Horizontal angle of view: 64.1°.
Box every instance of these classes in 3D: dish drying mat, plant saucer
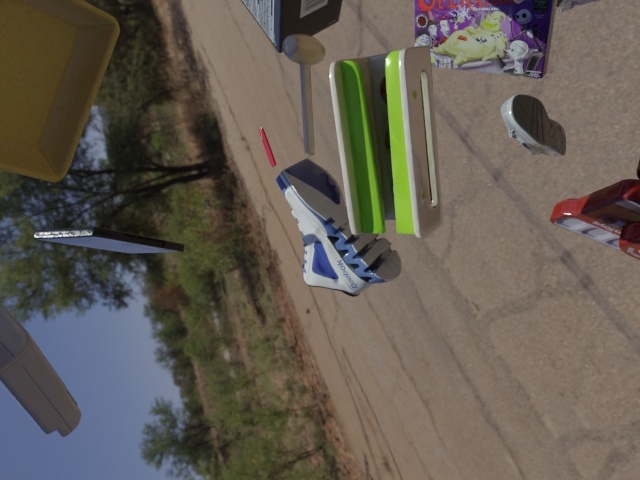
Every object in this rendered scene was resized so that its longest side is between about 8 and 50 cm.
[{"bbox_3d":[-0.113,-0.198,1.091,0.083,0.008,0.032,71,163,-4],"label":"dish drying mat"},{"bbox_3d":[-0.562,-0.297,0.866,0.081,0.333,0.332,33,102,38],"label":"plant saucer"}]

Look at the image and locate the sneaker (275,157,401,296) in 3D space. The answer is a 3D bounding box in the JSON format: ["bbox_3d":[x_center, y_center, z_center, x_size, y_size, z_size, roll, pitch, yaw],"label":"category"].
[{"bbox_3d":[0.001,0.001,1.058,0.315,0.127,0.182,50,131,7],"label":"sneaker"}]

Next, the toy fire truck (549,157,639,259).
[{"bbox_3d":[0.599,-0.022,0.890,0.254,0.302,0.169,129,161,-79],"label":"toy fire truck"}]

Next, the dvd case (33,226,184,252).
[{"bbox_3d":[-0.450,0.003,1.115,0.253,0.180,0.022,18,-107,-62],"label":"dvd case"}]

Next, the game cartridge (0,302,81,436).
[{"bbox_3d":[-0.421,0.105,0.630,0.294,0.060,0.196,29,146,26],"label":"game cartridge"}]

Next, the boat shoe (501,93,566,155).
[{"bbox_3d":[0.565,-0.298,1.383,0.103,0.320,0.118,-5,79,44],"label":"boat shoe"}]

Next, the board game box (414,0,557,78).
[{"bbox_3d":[0.403,-0.534,1.293,0.347,0.056,0.208,18,132,31],"label":"board game box"}]

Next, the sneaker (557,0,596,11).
[{"bbox_3d":[0.687,-0.684,1.329,0.147,0.330,0.129,-6,105,31],"label":"sneaker"}]

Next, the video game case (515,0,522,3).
[{"bbox_3d":[0.357,-0.483,0.919,0.087,0.122,0.011,-25,59,51],"label":"video game case"}]

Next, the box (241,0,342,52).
[{"bbox_3d":[-0.091,-0.618,1.050,0.294,0.183,0.296,54,166,8],"label":"box"}]

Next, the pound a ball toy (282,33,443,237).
[{"bbox_3d":[0.078,-0.174,0.809,0.208,0.136,0.319,3,110,35],"label":"pound a ball toy"}]
